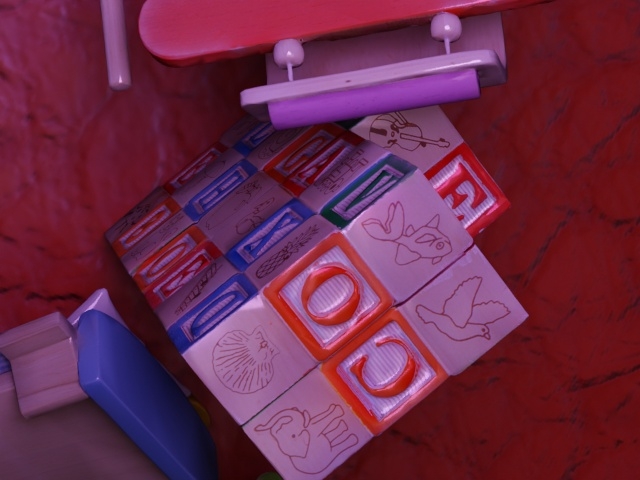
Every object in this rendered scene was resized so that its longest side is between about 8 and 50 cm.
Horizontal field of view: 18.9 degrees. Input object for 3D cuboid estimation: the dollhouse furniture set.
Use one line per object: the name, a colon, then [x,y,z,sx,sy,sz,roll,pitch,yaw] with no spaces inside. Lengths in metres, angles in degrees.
dollhouse furniture set: [-0.240,0.049,1.022,0.286,0.198,0.303,-21,138,15]

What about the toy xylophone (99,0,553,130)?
toy xylophone: [-0.013,-0.185,0.912,0.236,0.081,0.323,-16,68,7]

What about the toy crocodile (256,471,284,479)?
toy crocodile: [-0.111,0.275,1.079,0.115,0.105,0.340,35,90,-46]

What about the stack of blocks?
stack of blocks: [0.000,0.000,0.948,0.171,0.297,0.087,-39,106,-3]
